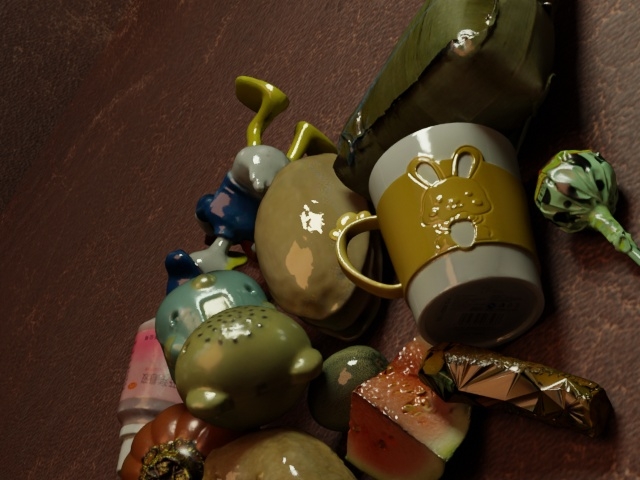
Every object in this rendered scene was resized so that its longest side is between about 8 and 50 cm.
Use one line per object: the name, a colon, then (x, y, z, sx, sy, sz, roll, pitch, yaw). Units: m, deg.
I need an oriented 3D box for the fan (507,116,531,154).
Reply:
fan: (0.252, -0.200, 1.549, 0.131, 0.009, 0.240, -23, 49, 51)

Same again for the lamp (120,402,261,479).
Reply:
lamp: (-0.162, 0.325, 1.581, 0.223, 0.196, 0.223, -4, 79, 20)

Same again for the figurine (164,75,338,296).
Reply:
figurine: (-0.145, -0.034, 1.794, 0.338, 0.204, 0.283, -57, 1, -27)

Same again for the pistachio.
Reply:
pistachio: (0.000, 0.000, 1.624, 0.181, 0.162, 0.293, -29, 44, 21)

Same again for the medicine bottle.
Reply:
medicine bottle: (-0.236, 0.248, 1.810, 0.147, 0.147, 0.247, -25, 47, 47)

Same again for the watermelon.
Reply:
watermelon: (0.113, 0.193, 1.378, 0.145, 0.137, 0.193, -38, 16, -34)

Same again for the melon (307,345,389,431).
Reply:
melon: (0.036, 0.187, 1.484, 0.130, 0.098, 0.098, -41, 37, 36)

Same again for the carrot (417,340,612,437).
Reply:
carrot: (0.203, 0.156, 1.251, 0.228, 0.069, 0.069, 11, 75, 43)

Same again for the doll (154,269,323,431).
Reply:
doll: (-0.111, 0.143, 1.520, 0.261, 0.177, 0.161, -135, 30, -62)

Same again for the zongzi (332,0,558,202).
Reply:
zongzi: (0.173, -0.246, 1.553, 0.356, 0.174, 0.393, -42, 26, 47)

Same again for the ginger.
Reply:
ginger: (-0.027, 0.309, 1.419, 0.267, 0.138, 0.152, 17, 70, 42)

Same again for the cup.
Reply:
cup: (0.135, 0.005, 1.369, 0.241, 0.185, 0.226, -14, 52, 3)

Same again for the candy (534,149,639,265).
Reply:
candy: (0.326, 0.000, 1.234, 0.091, 0.083, 0.305, -41, 42, 4)
